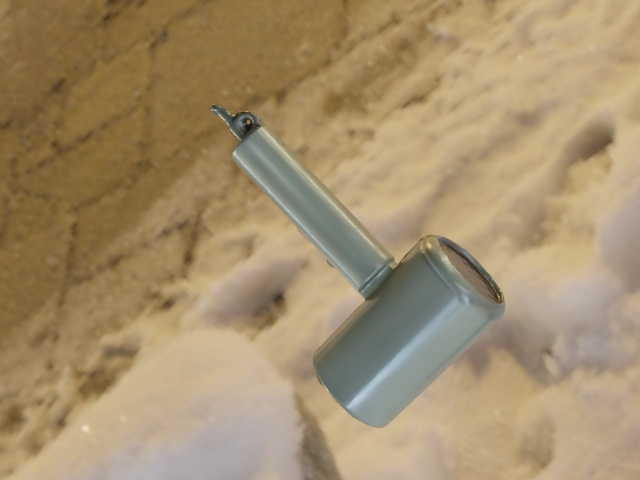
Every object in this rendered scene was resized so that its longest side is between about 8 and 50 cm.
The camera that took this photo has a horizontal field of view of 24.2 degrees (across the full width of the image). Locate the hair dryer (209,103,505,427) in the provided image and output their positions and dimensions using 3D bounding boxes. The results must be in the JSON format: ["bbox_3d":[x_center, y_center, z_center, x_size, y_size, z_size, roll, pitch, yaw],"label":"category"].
[{"bbox_3d":[0.000,0.000,0.513,0.124,0.038,0.063,47,107,10],"label":"hair dryer"}]
